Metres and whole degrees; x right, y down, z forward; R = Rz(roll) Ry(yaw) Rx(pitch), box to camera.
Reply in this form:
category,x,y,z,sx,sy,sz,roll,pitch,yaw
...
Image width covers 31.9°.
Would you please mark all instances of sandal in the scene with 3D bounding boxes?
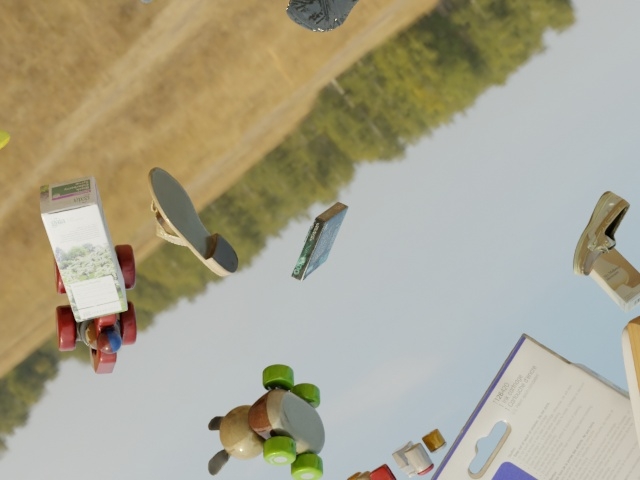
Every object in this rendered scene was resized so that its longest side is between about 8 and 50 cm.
category,x,y,z,sx,sy,sz,roll,pitch,yaw
sandal,-0.243,-0.016,1.913,0.079,0.240,0.088,-21,-145,30

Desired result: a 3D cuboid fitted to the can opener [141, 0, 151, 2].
category,x,y,z,sx,sy,sz,roll,pitch,yaw
can opener,-0.201,-0.488,1.803,0.280,0.074,0.093,-35,-171,26

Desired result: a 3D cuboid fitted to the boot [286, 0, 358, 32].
category,x,y,z,sx,sy,sz,roll,pitch,yaw
boot,0.051,-0.485,1.909,0.246,0.094,0.207,-28,-145,60

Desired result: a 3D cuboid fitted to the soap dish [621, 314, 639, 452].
category,x,y,z,sx,sy,sz,roll,pitch,yaw
soap dish,0.456,0.194,1.212,0.228,0.291,0.118,-17,-171,-30

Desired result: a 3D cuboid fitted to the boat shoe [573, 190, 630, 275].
category,x,y,z,sx,sy,sz,roll,pitch,yaw
boat shoe,0.419,-0.005,1.669,0.050,0.045,0.135,0,113,-51

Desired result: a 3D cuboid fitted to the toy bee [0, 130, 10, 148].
category,x,y,z,sx,sy,sz,roll,pitch,yaw
toy bee,-0.562,-0.135,1.690,0.195,0.298,0.162,-11,142,3

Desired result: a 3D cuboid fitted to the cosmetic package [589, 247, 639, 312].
category,x,y,z,sx,sy,sz,roll,pitch,yaw
cosmetic package,0.520,0.064,1.960,0.060,0.115,0.041,-36,148,-7

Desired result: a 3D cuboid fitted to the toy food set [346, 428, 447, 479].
category,x,y,z,sx,sy,sz,roll,pitch,yaw
toy food set,0.163,0.479,2.234,0.232,0.105,0.111,-33,177,17

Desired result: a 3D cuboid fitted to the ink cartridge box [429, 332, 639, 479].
category,x,y,z,sx,sy,sz,roll,pitch,yaw
ink cartridge box,0.312,0.322,1.426,0.304,0.307,0.072,-59,170,7

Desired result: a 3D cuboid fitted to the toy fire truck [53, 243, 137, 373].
category,x,y,z,sx,sy,sz,roll,pitch,yaw
toy fire truck,-0.466,0.136,2.353,0.169,0.302,0.254,-3,-173,-16

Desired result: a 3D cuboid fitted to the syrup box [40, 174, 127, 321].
category,x,y,z,sx,sy,sz,roll,pitch,yaw
syrup box,-0.403,0.015,1.910,0.093,0.237,0.096,-13,-144,-6

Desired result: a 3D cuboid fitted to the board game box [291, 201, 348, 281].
category,x,y,z,sx,sy,sz,roll,pitch,yaw
board game box,0.000,0.000,2.143,0.126,0.026,0.186,-67,171,15

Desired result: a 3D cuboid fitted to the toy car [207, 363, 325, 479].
category,x,y,z,sx,sy,sz,roll,pitch,yaw
toy car,-0.102,0.311,1.789,0.188,0.149,0.155,-22,-131,25
